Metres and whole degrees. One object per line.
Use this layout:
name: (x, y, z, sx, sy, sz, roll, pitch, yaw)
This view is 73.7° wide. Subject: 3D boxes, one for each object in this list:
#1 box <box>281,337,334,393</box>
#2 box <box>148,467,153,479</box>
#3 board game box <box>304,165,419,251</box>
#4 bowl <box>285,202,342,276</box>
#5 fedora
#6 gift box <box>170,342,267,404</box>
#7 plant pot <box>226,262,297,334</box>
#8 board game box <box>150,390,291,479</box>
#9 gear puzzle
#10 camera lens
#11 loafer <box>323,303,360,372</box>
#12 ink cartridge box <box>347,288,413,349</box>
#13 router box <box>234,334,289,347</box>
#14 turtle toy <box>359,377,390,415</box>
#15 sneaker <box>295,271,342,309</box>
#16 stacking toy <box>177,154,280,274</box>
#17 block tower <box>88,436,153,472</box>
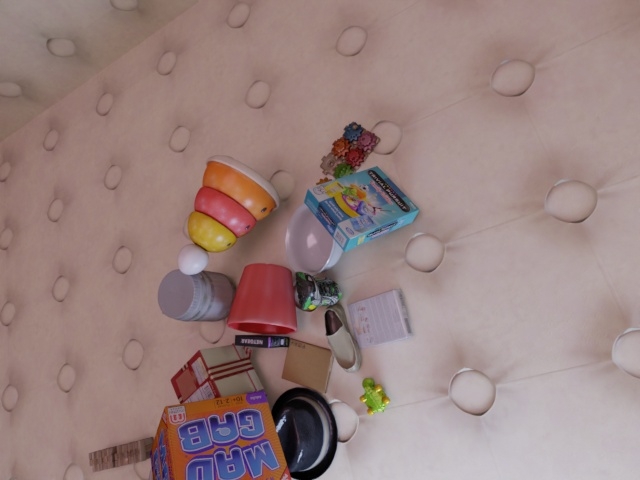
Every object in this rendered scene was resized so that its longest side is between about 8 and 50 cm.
box: (-0.050, 0.491, 1.682, 0.202, 0.021, 0.164, 10, 84, 27)
box: (-0.488, 0.964, 1.600, 0.323, 0.232, 0.058, 11, 106, -15)
board game box: (0.151, -0.127, 1.549, 0.253, 0.336, 0.079, 52, 146, 25)
bowl: (0.000, 0.000, 1.666, 0.298, 0.134, 0.297, -10, 76, 49)
fedora: (-0.096, 0.726, 1.584, 0.335, 0.153, 0.333, -5, 78, 25)
gift box: (-0.383, 0.565, 1.694, 0.276, 0.258, 0.255, -40, 65, 23)
plant pot: (-0.220, 0.231, 1.694, 0.275, 0.275, 0.242, -6, 67, 25)
board game box: (-0.358, 0.792, 1.471, 0.356, 0.357, 0.356, -63, 39, 35)
gear puzzle: (0.081, -0.330, 1.766, 0.175, 0.044, 0.338, 41, 99, 26)
camera lens: (-0.516, 0.234, 1.817, 0.220, 0.274, 0.219, -5, 78, 25)
loafer: (0.067, 0.367, 1.608, 0.102, 0.092, 0.268, -30, 66, 21)
ink cartridge box: (0.218, 0.295, 1.586, 0.225, 0.056, 0.180, -27, 68, 39)
router box: (-0.234, 0.404, 1.714, 0.179, 0.133, 0.045, -5, 77, 32)
turtle toy: (0.192, 0.553, 1.526, 0.095, 0.066, 0.130, -39, 65, 12)
sneaker: (-0.004, 0.174, 1.548, 0.147, 0.343, 0.134, -12, 79, 7)
stacking toy: (-0.416, -0.070, 1.731, 0.351, 0.350, 0.479, 23, 74, 28)
block tower: (-0.911, 0.987, 1.966, 0.336, 0.097, 0.090, -22, 71, 23)
